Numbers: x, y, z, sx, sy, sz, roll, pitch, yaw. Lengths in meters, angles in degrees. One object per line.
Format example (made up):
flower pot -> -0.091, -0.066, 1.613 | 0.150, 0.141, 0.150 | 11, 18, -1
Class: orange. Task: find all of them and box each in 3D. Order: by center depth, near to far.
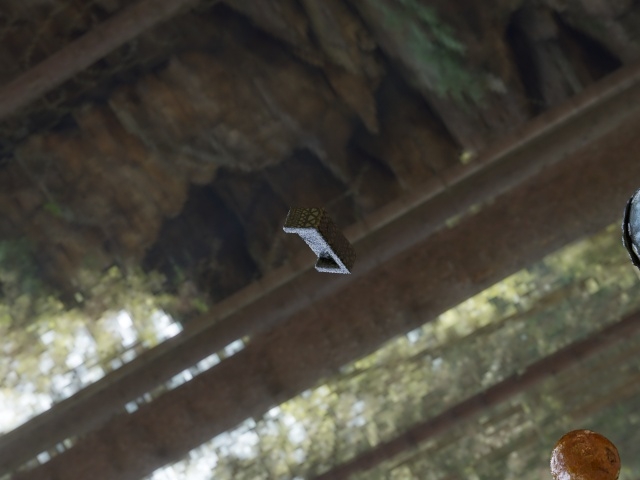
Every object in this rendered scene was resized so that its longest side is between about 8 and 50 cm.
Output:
orange -> 0.306, 0.259, 1.515 | 0.083, 0.083, 0.083 | 56, -168, -18

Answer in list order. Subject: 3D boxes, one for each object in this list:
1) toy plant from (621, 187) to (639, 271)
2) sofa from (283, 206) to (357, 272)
toy plant -> 0.608, -0.072, 1.865 | 0.332, 0.247, 0.247 | -39, -79, -35
sofa -> 0.000, 0.000, 1.844 | 0.118, 0.060, 0.039 | 53, -129, -46
